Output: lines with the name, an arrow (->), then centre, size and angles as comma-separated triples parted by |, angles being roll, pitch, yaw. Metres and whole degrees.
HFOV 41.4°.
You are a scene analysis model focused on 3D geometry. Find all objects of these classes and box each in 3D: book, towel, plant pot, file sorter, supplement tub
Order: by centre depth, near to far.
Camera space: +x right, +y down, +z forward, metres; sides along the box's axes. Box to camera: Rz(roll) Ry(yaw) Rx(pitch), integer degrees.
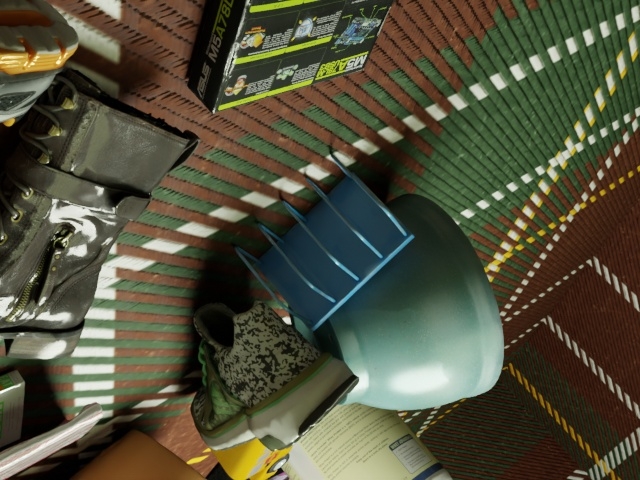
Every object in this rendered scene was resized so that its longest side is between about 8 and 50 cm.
book -> -0.371, 0.189, 0.847 | 0.144, 0.035, 0.096 | -21, 146, -40
towel -> -0.321, 0.228, 0.929 | 0.144, 0.029, 0.197 | -27, 173, -30
file sorter -> 0.000, 0.000, 1.005 | 0.170, 0.118, 0.104 | -43, 155, 4
plant pot -> 0.078, 0.106, 1.137 | 0.196, 0.293, 0.293 | -20, 152, -21
plant pot -> -0.246, 0.399, 1.159 | 0.203, 0.291, 0.291 | -51, 163, -22
supplement tub -> 0.061, 0.407, 1.590 | 0.235, 0.325, 0.235 | -35, 157, -17

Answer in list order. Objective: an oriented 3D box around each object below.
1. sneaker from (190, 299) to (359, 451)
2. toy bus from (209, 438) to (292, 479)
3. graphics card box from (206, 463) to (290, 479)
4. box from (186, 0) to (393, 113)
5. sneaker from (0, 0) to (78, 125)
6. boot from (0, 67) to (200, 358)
sneaker -> -0.097, 0.156, 1.098 | 0.158, 0.182, 0.410 | -34, -178, -28
toy bus -> -0.091, 0.293, 1.410 | 0.130, 0.108, 0.333 | -21, 150, -42
graphics card box -> -0.112, 0.502, 1.796 | 0.233, 0.094, 0.371 | -52, 156, 23
box -> -0.007, -0.205, 0.702 | 0.190, 0.045, 0.184 | -25, 155, -38
sneaker -> -0.237, -0.091, 0.476 | 0.215, 0.084, 0.083 | -15, 151, -51
boot -> -0.232, -0.026, 0.622 | 0.263, 0.091, 0.229 | 9, 116, -53
